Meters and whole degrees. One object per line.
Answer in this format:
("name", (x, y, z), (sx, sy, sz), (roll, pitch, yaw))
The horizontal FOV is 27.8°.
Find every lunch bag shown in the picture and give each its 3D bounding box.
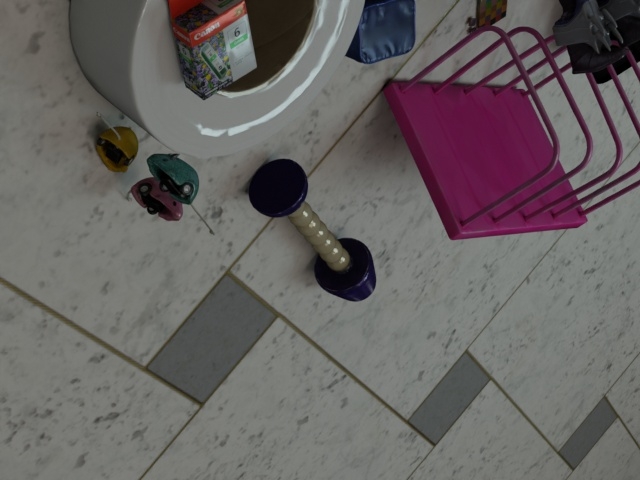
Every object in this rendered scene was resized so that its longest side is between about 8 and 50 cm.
("lunch bag", (0.054, -0.234, 1.397), (0.098, 0.065, 0.067), (-20, 120, -38))

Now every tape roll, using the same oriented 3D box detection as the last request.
("tape roll", (-0.088, -0.223, 1.202), (0.286, 0.100, 0.286), (-31, 141, -28))

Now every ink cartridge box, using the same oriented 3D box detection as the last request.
("ink cartridge box", (-0.094, -0.183, 1.112), (0.063, 0.029, 0.115), (-36, 144, -22))

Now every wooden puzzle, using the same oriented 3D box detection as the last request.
("wooden puzzle", (0.211, -0.286, 1.591), (0.083, 0.006, 0.049), (-33, 143, -26))

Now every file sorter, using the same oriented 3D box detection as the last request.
("file sorter", (0.263, -0.137, 1.559), (0.182, 0.202, 0.290), (-34, 161, 37))

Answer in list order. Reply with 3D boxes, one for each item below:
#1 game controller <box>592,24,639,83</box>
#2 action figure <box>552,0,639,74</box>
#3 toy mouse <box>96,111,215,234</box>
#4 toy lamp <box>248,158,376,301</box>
("game controller", (0.444, -0.313, 1.627), (0.319, 0.067, 0.167), (-35, -143, 59))
("action figure", (0.269, -0.334, 1.433), (0.185, 0.285, 0.099), (-39, -169, -28))
("toy mouse", (-0.152, -0.057, 1.256), (0.031, 0.143, 0.161), (-53, 174, -24))
("toy lamp", (0.000, 0.000, 1.544), (0.080, 0.080, 0.275), (-49, 146, -4))
